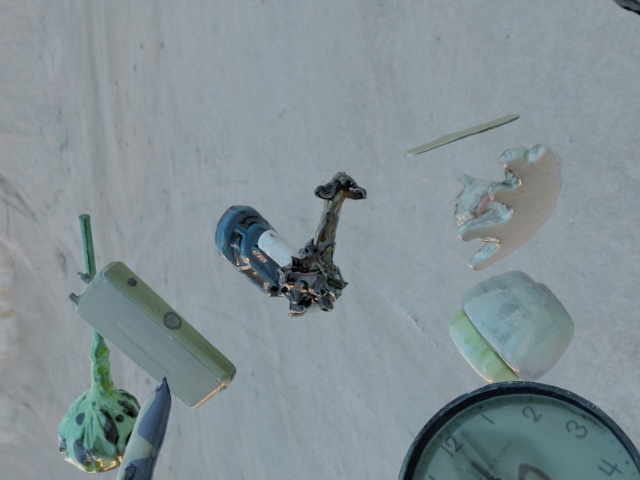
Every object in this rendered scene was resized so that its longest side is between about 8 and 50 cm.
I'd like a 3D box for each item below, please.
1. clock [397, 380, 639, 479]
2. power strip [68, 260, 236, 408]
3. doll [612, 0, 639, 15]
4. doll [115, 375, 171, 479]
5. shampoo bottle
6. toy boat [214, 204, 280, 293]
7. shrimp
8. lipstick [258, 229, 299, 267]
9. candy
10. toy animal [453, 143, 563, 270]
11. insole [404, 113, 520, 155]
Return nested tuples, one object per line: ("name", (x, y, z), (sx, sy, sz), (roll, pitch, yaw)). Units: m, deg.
("clock", (0.246, 0.330, 0.683), (0.067, 0.325, 0.325), (52, 175, -35))
("power strip", (-0.157, 0.085, 0.507), (0.169, 0.028, 0.076), (44, 125, -8))
("doll", (0.306, -0.189, 0.383), (0.135, 0.234, 0.144), (-8, 116, 57))
("doll", (-0.133, 0.157, 0.406), (0.037, 0.027, 0.125), (-49, 24, 33))
("shampoo bottle", (0.566, 0.259, 1.639), (0.317, 0.322, 0.322), (-44, 45, 12))
("toy boat", (-0.118, 0.032, 1.231), (0.092, 0.299, 0.134), (19, 72, 32))
("shrimp", (0.008, 0.002, 0.626), (0.289, 0.075, 0.178), (49, -125, -83))
("lipstick", (-0.046, 0.033, 0.894), (0.141, 0.040, 0.040), (37, 132, 30))
("candy", (-0.247, 0.118, 0.591), (0.083, 0.091, 0.306), (-132, 40, -63))
("toy animal", (0.400, -0.119, 1.221), (0.308, 0.266, 0.188), (50, -154, -42))
("insole", (0.288, -0.217, 1.121), (0.081, 0.247, 0.011), (-125, 16, -75))
